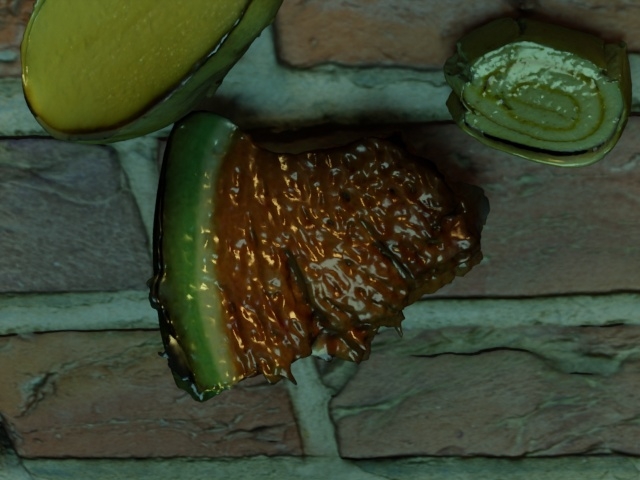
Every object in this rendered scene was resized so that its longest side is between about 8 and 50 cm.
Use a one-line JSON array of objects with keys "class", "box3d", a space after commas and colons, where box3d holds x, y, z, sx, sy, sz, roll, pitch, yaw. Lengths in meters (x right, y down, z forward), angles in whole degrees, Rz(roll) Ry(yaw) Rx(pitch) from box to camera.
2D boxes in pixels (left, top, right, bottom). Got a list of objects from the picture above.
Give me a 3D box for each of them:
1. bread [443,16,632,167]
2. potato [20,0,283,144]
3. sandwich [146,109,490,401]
[{"class": "bread", "box3d": [0.176, -0.123, 1.190, 0.156, 0.064, 0.117, 18, 131, -7]}, {"class": "potato", "box3d": [-0.111, -0.173, 1.142, 0.271, 0.160, 0.111, -39, 157, 27]}, {"class": "sandwich", "box3d": [0.000, 0.000, 1.289, 0.301, 0.250, 0.162, -9, 177, 5]}]
